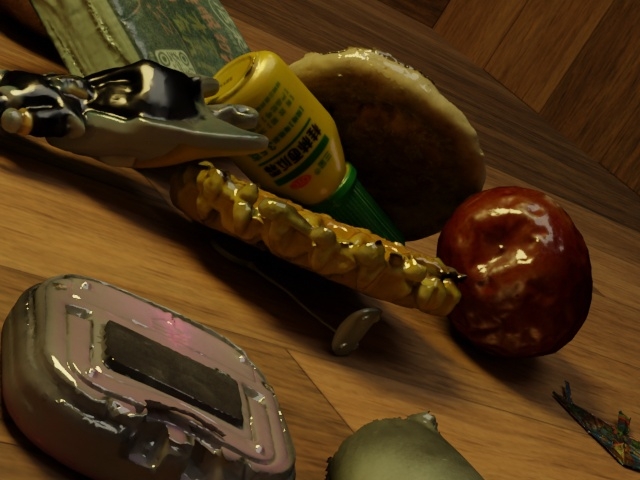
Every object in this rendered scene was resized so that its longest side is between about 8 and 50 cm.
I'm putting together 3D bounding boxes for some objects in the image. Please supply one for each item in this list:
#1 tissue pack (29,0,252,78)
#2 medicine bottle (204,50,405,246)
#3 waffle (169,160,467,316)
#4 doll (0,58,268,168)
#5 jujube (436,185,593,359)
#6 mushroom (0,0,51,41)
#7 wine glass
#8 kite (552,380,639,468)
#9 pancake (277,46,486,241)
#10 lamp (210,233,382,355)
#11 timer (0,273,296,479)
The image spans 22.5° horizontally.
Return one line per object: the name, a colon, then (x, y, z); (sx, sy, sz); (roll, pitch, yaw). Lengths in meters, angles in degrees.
tissue pack: (-0.175, -0.205, 1.789); (0.228, 0.103, 0.315); (61, 19, 5)
medicine bottle: (-0.010, -0.077, 1.731); (0.309, 0.111, 0.076); (46, 7, -36)
waffle: (-0.008, -0.003, 1.578); (0.329, 0.062, 0.329); (22, 3, -1)
doll: (-0.201, -0.122, 1.507); (0.316, 0.103, 0.145); (5, 1, -28)
jujube: (0.223, 0.044, 1.794); (0.190, 0.190, 0.255); (39, 4, 23)
mushroom: (-0.325, -0.327, 1.916); (0.278, 0.146, 0.278); (48, 13, -15)
wine glass: (0.077, 0.206, 1.068); (0.111, 0.111, 0.204); (24, 20, -30)
kite: (0.334, 0.220, 1.774); (0.183, 0.010, 0.160); (30, 18, 2)
pancake: (0.054, -0.099, 1.786); (0.282, 0.282, 0.049); (28, 48, -17)
lamp: (-0.028, 0.037, 1.538); (0.198, 0.056, 0.050); (37, 17, 30)
timer: (-0.114, 0.106, 1.089); (0.208, 0.069, 0.191); (28, 18, -23)
